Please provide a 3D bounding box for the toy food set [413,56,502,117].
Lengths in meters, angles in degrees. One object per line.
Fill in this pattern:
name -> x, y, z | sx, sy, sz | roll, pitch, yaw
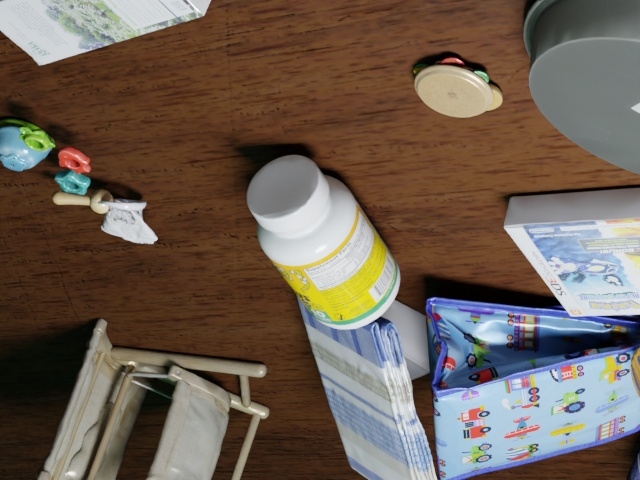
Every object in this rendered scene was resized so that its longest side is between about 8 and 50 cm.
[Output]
toy food set -> 0.133, -0.151, 1.854 | 0.083, 0.020, 0.082 | -5, 144, 35

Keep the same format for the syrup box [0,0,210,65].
syrup box -> -0.207, -0.251, 1.795 | 0.237, 0.096, 0.093 | -10, 139, 41

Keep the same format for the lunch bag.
lunch bag -> 0.277, 0.170, 2.213 | 0.293, 0.138, 0.221 | -4, 145, 3

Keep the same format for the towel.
towel -> 0.061, 0.190, 2.274 | 0.209, 0.034, 0.285 | 25, 138, 56

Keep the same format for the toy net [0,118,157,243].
toy net -> -0.272, -0.073, 2.194 | 0.232, 0.045, 0.122 | 33, 146, -28

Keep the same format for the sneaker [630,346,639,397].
sneaker -> 0.484, 0.115, 2.030 | 0.296, 0.111, 0.131 | -7, -173, 43

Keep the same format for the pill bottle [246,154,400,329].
pill bottle -> 0.000, 0.000, 2.087 | 0.118, 0.117, 0.208 | 1, 147, 28

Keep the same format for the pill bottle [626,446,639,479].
pill bottle -> 0.447, 0.295, 2.337 | 0.123, 0.122, 0.219 | 15, 151, 6

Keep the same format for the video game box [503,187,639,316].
video game box -> 0.325, 0.015, 2.005 | 0.205, 0.048, 0.187 | -4, 147, 34

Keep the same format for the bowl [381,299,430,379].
bowl -> 0.083, 0.132, 2.335 | 0.142, 0.053, 0.142 | 30, 150, -23

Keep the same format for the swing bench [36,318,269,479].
swing bench -> -0.226, 0.276, 2.546 | 0.255, 0.253, 0.165 | 14, 151, 8

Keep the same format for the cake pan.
cake pan -> 0.316, -0.133, 1.703 | 0.293, 0.054, 0.293 | 19, 159, 8
